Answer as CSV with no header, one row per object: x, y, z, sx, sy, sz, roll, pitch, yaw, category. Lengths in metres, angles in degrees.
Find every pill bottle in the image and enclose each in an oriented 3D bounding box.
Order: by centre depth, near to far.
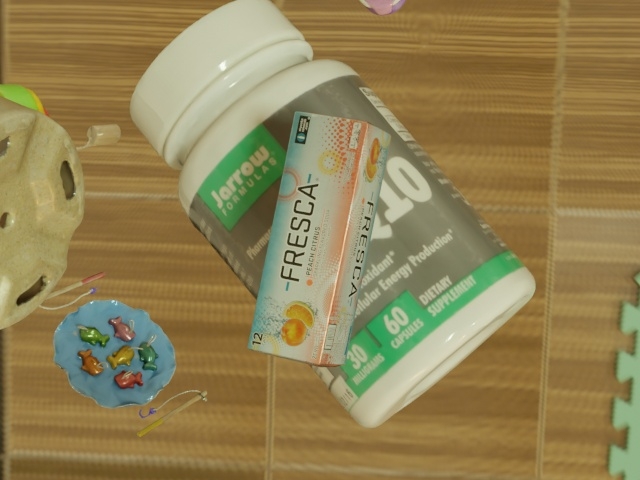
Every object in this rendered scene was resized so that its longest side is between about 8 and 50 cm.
0.003,-0.030,1.146,0.204,0.204,0.361,-43,78,9,pill bottle

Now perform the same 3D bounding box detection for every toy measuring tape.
-0.368,-0.153,1.620,0.330,0.121,0.121,-8,100,46,toy measuring tape

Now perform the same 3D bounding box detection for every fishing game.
-0.295,0.156,1.845,0.264,0.189,0.041,50,136,17,fishing game

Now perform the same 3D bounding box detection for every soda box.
0.000,0.000,0.956,0.063,0.058,0.183,11,88,22,soda box

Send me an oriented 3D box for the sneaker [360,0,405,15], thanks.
0.089,-0.389,1.712,0.095,0.104,0.236,-8,60,10,sneaker

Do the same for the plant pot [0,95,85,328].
-0.424,-0.055,1.301,0.305,0.334,0.334,15,100,25,plant pot
